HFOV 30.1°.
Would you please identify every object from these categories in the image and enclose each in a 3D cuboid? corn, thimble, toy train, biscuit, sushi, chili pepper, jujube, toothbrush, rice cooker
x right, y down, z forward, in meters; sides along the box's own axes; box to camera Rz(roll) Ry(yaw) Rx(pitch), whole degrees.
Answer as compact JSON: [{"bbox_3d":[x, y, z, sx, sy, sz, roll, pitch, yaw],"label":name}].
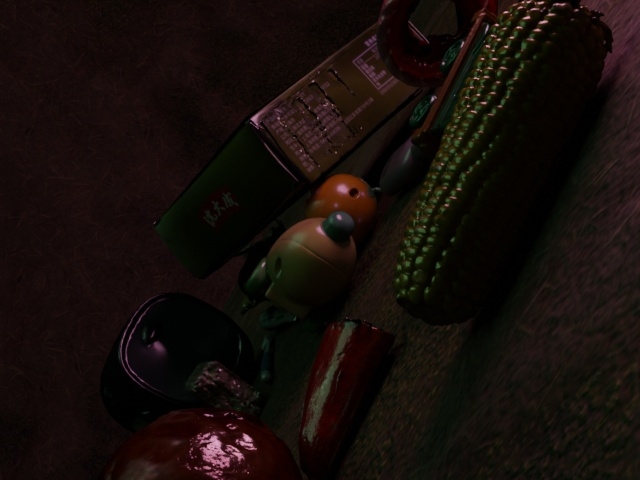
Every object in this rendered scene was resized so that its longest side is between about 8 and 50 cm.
[{"bbox_3d":[0.148,-0.070,1.001,0.305,0.106,0.106,-64,7,-12],"label":"corn"},{"bbox_3d":[0.166,-0.315,1.685,0.125,0.163,0.189,-71,-1,-59],"label":"thimble"},{"bbox_3d":[0.175,-0.154,1.245,0.227,0.091,0.136,-61,17,-23],"label":"toy train"},{"bbox_3d":[-0.155,0.242,1.903,0.061,0.108,0.239,-55,5,-10],"label":"biscuit"},{"bbox_3d":[-0.093,0.045,2.099,0.139,0.131,0.291,-25,10,7],"label":"sushi"},{"bbox_3d":[0.017,0.166,1.184,0.088,0.065,0.168,-22,43,57],"label":"chili pepper"},{"bbox_3d":[-0.110,0.262,1.114,0.223,0.223,0.318,-59,-1,6],"label":"jujube"},{"bbox_3d":[-0.090,0.200,1.988,0.275,0.019,0.025,-102,38,-81],"label":"toothbrush"},{"bbox_3d":[-0.261,0.239,2.141,0.267,0.267,0.224,-64,1,-35],"label":"rice cooker"}]

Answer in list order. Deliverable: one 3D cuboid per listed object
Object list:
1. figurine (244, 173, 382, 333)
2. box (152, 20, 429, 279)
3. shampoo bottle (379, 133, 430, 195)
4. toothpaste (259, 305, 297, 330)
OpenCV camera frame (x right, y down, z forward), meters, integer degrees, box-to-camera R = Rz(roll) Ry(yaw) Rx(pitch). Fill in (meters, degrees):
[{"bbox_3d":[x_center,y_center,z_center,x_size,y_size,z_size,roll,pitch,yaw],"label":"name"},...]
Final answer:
[{"bbox_3d":[0.000,0.000,1.747,0.222,0.124,0.324,-59,3,9],"label":"figurine"},{"bbox_3d":[-0.035,-0.154,1.951,0.420,0.138,0.373,-42,2,-39],"label":"box"},{"bbox_3d":[0.126,-0.112,1.627,0.080,0.040,0.165,-61,7,-17],"label":"shampoo bottle"},{"bbox_3d":[-0.066,0.126,2.061,0.218,0.041,0.064,145,144,-69],"label":"toothpaste"}]
